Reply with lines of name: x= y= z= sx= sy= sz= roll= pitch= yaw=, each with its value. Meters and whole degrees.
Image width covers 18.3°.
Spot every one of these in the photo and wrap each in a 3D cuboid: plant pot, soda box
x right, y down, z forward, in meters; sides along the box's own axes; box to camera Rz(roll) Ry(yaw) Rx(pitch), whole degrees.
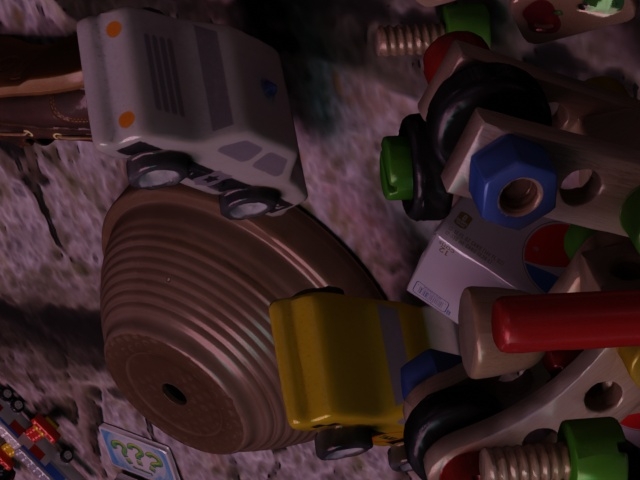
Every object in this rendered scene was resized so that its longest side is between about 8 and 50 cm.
plant pot: x=-0.071 y=0.070 z=1.370 sx=0.237 sy=0.110 sz=0.237 roll=27 pitch=147 yaw=19
soda box: x=0.162 y=0.048 z=1.144 sx=0.216 sy=0.074 sz=0.069 roll=35 pitch=148 yaw=6

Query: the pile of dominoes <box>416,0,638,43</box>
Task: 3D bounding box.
pile of dominoes: x=0.084 y=-0.206 z=0.887 sx=0.196 sy=0.040 sz=0.251 roll=-12 pitch=125 yaw=29

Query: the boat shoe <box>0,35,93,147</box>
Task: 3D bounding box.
boat shoe: x=-0.195 y=-0.093 z=1.326 sx=0.207 sy=0.073 sz=0.073 roll=6 pitch=133 yaw=41

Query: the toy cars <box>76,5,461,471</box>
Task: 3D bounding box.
toy cars: x=0.000 y=0.000 z=1.179 sx=0.087 sy=0.176 sz=0.394 roll=-20 pitch=119 yaw=26

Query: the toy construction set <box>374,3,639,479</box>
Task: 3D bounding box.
toy construction set: x=0.168 y=0.021 z=0.960 sx=0.309 sy=0.237 sz=0.257 roll=-126 pitch=34 yaw=-78

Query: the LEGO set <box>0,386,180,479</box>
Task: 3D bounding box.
LEGO set: x=-0.221 y=0.221 z=1.754 sx=0.244 sy=0.060 sz=0.182 roll=17 pitch=138 yaw=31
